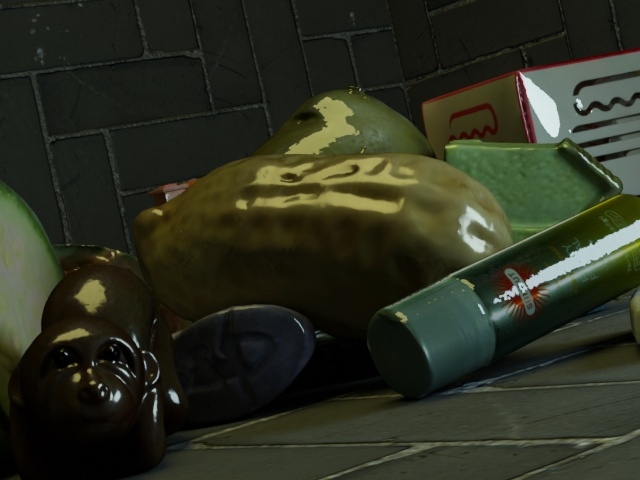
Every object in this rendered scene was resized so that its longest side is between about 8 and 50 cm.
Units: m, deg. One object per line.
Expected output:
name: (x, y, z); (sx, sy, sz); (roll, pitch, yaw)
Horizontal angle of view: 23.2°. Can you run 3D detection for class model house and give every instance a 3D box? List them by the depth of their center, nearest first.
model house: (0.229, -0.005, 1.670); (0.189, 0.214, 0.195); (-1, 2, 11)

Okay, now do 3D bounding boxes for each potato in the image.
potato: (0.000, 0.000, 1.694); (0.326, 0.243, 0.221); (-44, 2, -12)

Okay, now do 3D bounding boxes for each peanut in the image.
peanut: (-0.003, 0.007, 1.454); (0.387, 0.169, 0.192); (2, -24, 26)

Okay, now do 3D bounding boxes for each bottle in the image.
bottle: (0.170, 0.044, 1.307); (0.286, 0.082, 0.082); (-24, 7, -31)

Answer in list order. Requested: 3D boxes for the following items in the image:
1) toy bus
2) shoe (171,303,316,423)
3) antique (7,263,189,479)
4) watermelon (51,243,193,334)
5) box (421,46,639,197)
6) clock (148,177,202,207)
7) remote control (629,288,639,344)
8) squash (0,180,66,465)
toy bus: (0.034, 0.109, 1.515); (0.166, 0.047, 0.065); (-11, 5, 20)
shoe: (-0.108, 0.117, 1.429); (0.245, 0.095, 0.137); (-19, 1, 17)
antique: (-0.175, 0.102, 1.234); (0.121, 0.143, 0.257); (-10, 11, 6)
watermelon: (-0.306, 0.091, 1.933); (0.322, 0.175, 0.188); (17, -7, -21)
box: (0.363, -0.100, 2.223); (0.314, 0.300, 0.312); (-12, 1, -23)
clock: (-0.159, 0.035, 2.308); (0.220, 0.255, 0.106); (-12, 0, -39)
remote control: (0.299, 0.053, 1.285); (0.090, 0.049, 0.230); (-10, 0, 12)
squash: (-0.447, 0.105, 1.420); (0.384, 0.263, 0.263); (-13, 1, 10)
